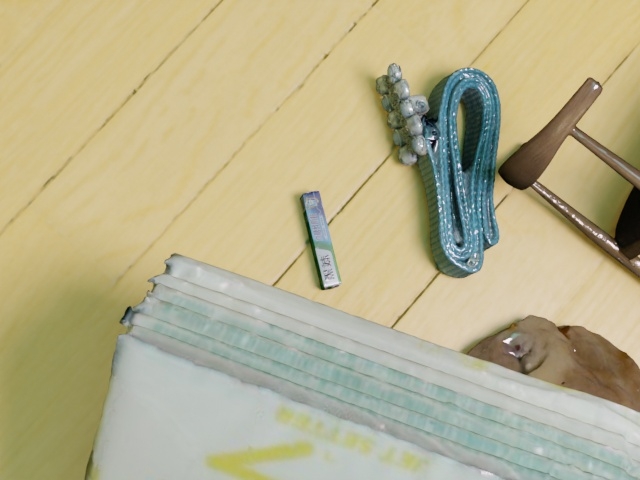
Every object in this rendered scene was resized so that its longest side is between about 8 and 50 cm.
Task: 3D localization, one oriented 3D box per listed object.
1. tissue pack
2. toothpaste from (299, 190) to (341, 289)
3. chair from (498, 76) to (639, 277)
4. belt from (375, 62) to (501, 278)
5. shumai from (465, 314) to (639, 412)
[{"bbox_3d":[0.021,0.211,1.079,0.388,0.162,0.287,19,117,4],"label":"tissue pack"},{"bbox_3d":[0.000,0.000,1.251,0.017,0.020,0.083,-12,81,-10],"label":"toothpaste"},{"bbox_3d":[0.301,-0.057,1.201,0.272,0.188,0.166,30,76,-1],"label":"chair"},{"bbox_3d":[0.104,-0.059,1.249,0.100,0.065,0.179,0,79,-14],"label":"belt"},{"bbox_3d":[0.185,0.155,1.189,0.201,0.120,0.201,0,80,-1],"label":"shumai"}]
